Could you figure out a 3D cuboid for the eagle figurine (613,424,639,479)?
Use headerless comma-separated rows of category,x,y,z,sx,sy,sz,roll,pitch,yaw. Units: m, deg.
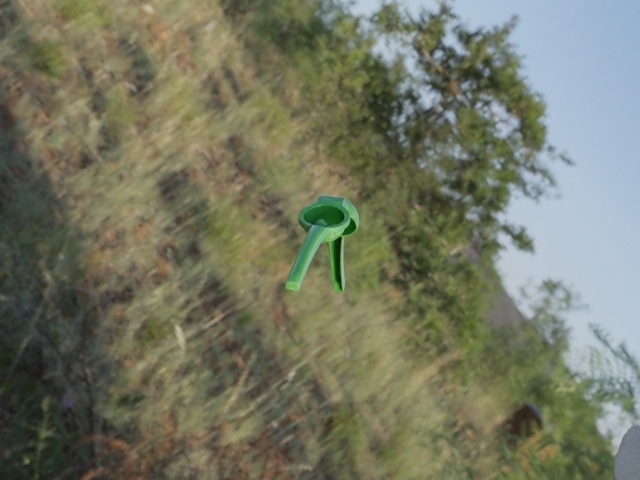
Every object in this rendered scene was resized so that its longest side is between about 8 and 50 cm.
eagle figurine,0.488,0.198,1.152,0.226,0.225,0.298,25,-36,29

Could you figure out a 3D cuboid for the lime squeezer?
lime squeezer,0.000,0.000,1.106,0.059,0.109,0.310,25,1,9
